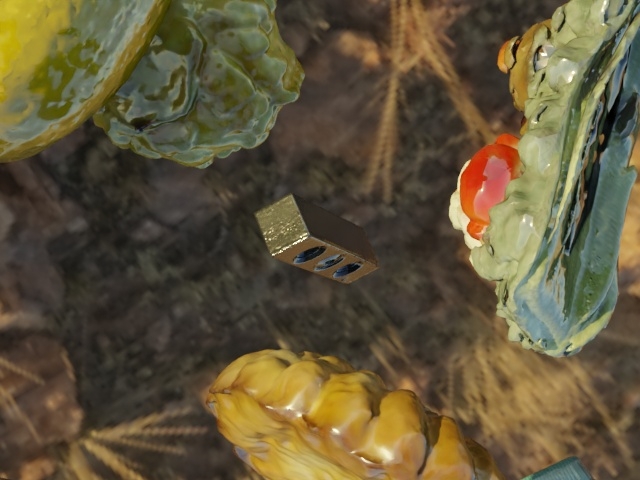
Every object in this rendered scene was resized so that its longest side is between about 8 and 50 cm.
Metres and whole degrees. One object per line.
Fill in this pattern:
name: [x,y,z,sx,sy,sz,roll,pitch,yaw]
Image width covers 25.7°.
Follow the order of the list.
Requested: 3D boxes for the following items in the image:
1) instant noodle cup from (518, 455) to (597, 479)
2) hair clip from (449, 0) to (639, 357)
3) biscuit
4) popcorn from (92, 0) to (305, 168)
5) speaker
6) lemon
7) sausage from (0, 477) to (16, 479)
instant noodle cup: [0.301,0.349,1.890,0.157,0.070,0.179,-25,163,-7]
hair clip: [0.146,-0.103,0.713,0.321,0.091,0.138,-62,149,-13]
biscuit: [0.048,0.202,1.261,0.107,0.325,0.326,-56,149,-22]
popcorn: [-0.153,-0.190,1.480,0.266,0.192,0.233,40,129,-24]
speaker: [0.000,0.000,1.254,0.040,0.046,0.191,-27,164,15]
lemon: [-0.296,-0.228,1.194,0.364,0.364,0.364,-24,140,-21]
sausage: [-0.365,0.266,1.399,0.270,0.109,0.109,24,113,-21]
